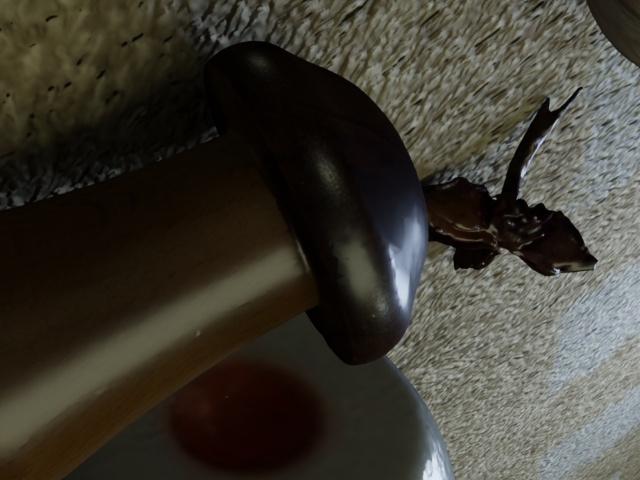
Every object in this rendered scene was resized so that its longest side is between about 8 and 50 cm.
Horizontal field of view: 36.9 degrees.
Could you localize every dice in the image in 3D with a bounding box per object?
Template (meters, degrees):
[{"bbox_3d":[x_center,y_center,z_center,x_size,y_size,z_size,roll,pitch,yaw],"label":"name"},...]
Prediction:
[{"bbox_3d":[-0.075,0.200,0.719,0.259,0.243,0.251,-20,144,-32],"label":"dice"}]

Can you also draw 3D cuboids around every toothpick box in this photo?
[{"bbox_3d":[-0.086,0.019,0.527,0.294,0.192,0.192,-27,147,-8],"label":"toothpick box"}]

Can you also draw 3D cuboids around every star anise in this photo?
[{"bbox_3d":[0.157,-0.048,0.821,0.141,0.144,0.158,-2,156,32],"label":"star anise"}]

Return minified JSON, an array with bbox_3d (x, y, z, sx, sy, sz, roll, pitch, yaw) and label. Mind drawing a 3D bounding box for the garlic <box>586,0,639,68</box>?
[{"bbox_3d":[0.309,-0.201,0.586,0.322,0.241,0.321,-6,129,-7],"label":"garlic"}]
